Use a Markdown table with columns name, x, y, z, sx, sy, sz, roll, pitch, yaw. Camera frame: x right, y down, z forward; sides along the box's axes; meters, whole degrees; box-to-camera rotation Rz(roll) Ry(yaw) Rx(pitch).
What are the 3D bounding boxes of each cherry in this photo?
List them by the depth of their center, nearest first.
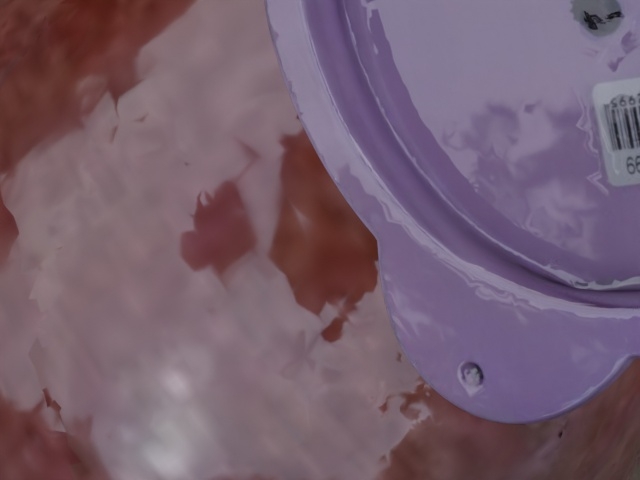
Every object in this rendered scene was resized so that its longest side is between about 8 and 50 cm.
| name | x | y | z | sx | sy | sz | roll | pitch | yaw |
| --- | --- | --- | --- | --- | --- | --- | --- | --- | --- |
| cherry | 0.000 | 0.000 | 0.526 | 0.221 | 0.261 | 0.307 | 44 | 111 | 11 |

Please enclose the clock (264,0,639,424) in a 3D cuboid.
| name | x | y | z | sx | sy | sz | roll | pitch | yaw |
| --- | --- | --- | --- | --- | --- | --- | --- | --- | --- |
| clock | 0.071 | -0.032 | 0.323 | 0.153 | 0.050 | 0.110 | -10 | 97 | 34 |
